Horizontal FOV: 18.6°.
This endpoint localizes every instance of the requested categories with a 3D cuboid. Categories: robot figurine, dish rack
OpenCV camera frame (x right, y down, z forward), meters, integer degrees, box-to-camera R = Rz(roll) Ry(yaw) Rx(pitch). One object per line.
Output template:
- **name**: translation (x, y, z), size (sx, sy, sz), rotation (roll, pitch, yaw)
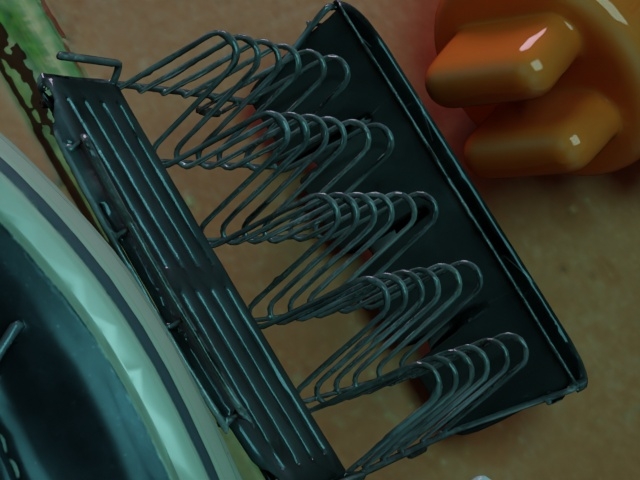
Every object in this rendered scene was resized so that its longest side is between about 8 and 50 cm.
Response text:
- **robot figurine**: translation (0.141, -0.117, 0.958), size (0.158, 0.128, 0.219), rotation (36, 56, 7)
- **dish rack**: translation (0.000, 0.000, 0.789), size (0.208, 0.074, 0.271), rotation (58, 18, 10)

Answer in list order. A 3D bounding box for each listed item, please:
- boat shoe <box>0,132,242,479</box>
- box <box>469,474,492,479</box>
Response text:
- **boat shoe**: translation (-0.112, 0.148, 0.671), size (0.156, 0.187, 0.500), rotation (-22, 82, -39)
- **box**: translation (0.054, 0.169, 0.787), size (0.087, 0.101, 0.102), rotation (39, 55, -4)
